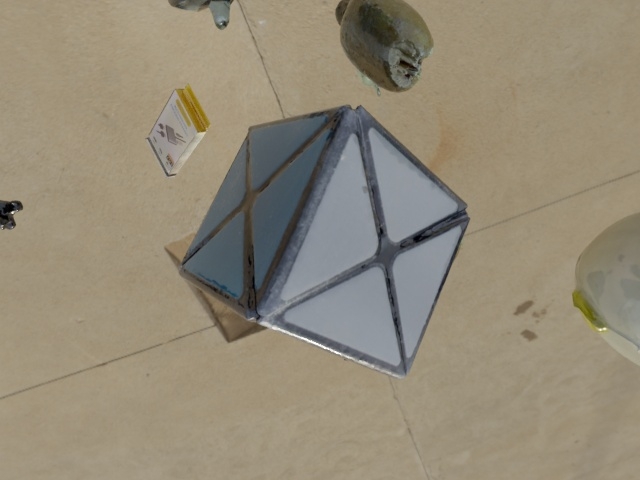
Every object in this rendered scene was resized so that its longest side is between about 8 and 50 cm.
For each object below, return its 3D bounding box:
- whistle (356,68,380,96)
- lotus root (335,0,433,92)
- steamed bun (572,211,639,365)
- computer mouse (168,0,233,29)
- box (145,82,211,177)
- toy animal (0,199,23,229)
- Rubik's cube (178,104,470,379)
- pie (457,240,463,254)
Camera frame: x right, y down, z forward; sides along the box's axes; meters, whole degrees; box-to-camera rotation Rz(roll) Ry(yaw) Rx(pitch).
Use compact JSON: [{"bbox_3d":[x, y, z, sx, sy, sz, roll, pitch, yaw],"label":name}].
[{"bbox_3d":[0.097,-0.419,0.855,0.077,0.235,0.114,-16,163,10],"label":"whistle"},{"bbox_3d":[0.082,-0.293,0.591,0.088,0.192,0.113,-21,148,-28],"label":"lotus root"},{"bbox_3d":[0.677,0.103,0.748,0.334,0.374,0.333,-20,123,-33],"label":"steamed bun"},{"bbox_3d":[-0.087,-0.323,0.420,0.167,0.379,0.090,-19,137,19],"label":"computer mouse"},{"bbox_3d":[-0.375,-0.278,1.063,0.247,0.033,0.129,-34,82,43],"label":"box"},{"bbox_3d":[-0.621,-0.026,0.688,0.121,0.210,0.117,24,95,-16],"label":"toy animal"},{"bbox_3d":[0.000,0.000,0.559,0.255,0.259,0.260,33,76,-35],"label":"Rubik's cube"},{"bbox_3d":[0.262,0.074,0.956,0.240,0.054,0.240,-46,153,-31],"label":"pie"}]
